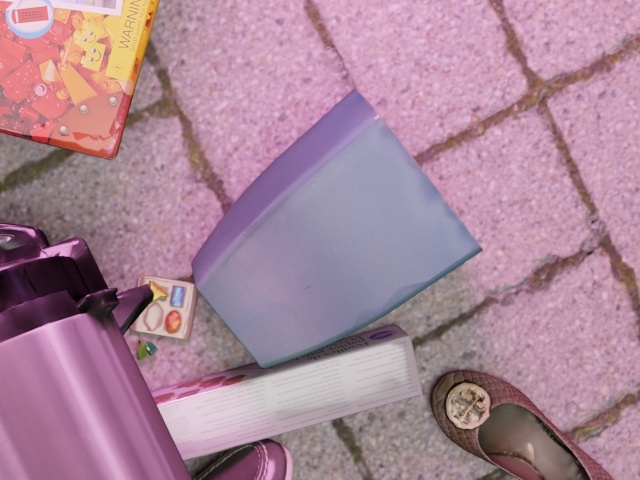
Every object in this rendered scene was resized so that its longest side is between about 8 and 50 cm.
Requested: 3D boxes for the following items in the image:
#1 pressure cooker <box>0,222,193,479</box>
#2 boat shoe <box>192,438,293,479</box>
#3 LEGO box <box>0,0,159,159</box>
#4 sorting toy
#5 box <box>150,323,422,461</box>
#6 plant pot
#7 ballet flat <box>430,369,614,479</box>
[{"bbox_3d":[-0.308,0.195,1.622,0.375,0.370,0.420,-29,86,28],"label":"pressure cooker"},{"bbox_3d":[-0.152,0.323,1.811,0.095,0.112,0.335,35,92,-37],"label":"boat shoe"},{"bbox_3d":[-0.300,-0.363,1.648,0.373,0.193,0.500,14,95,-14],"label":"LEGO box"},{"bbox_3d":[-0.154,0.079,1.834,0.062,0.012,0.083,10,95,-14],"label":"sorting toy"},{"bbox_3d":[-0.064,0.158,1.839,0.324,0.063,0.067,-16,102,-10],"label":"box"},{"bbox_3d":[0.000,0.000,1.787,0.234,0.165,0.165,-37,104,3],"label":"plant pot"},{"bbox_3d":[0.217,0.217,1.911,0.250,0.058,0.084,40,88,-14],"label":"ballet flat"}]
